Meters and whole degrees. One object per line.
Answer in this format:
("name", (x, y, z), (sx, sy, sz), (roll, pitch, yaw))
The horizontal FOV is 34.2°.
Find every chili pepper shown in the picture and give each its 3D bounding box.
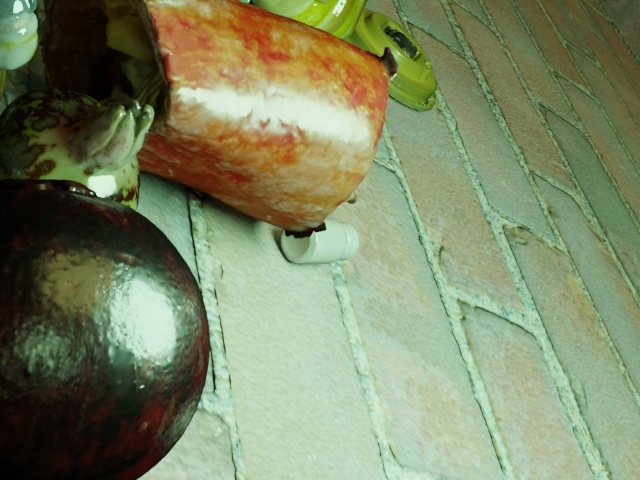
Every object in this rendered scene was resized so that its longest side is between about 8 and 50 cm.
("chili pepper", (-0.107, -0.128, 1.015), (0.305, 0.229, 0.251), (8, 22, -38))

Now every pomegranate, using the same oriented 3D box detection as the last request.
("pomegranate", (-0.208, -0.065, 0.859), (0.126, 0.163, 0.138), (-25, 87, -27))

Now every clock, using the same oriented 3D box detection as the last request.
("clock", (0.120, -0.318, 1.741), (0.237, 0.057, 0.237), (34, 29, -22))

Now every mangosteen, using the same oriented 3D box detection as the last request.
("mangosteen", (-0.183, 0.093, 0.652), (0.228, 0.228, 0.265), (6, 89, -51))

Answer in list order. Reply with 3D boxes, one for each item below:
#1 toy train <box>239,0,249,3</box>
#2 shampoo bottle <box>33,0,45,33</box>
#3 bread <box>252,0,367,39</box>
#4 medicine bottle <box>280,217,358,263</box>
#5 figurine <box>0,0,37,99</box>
("toy train", (-0.205, -0.388, 1.223), (0.330, 0.139, 0.178), (60, 2, -14))
("shampoo bottle", (-0.316, -0.329, 1.117), (0.092, 0.092, 0.303), (15, 42, -45))
("bread", (-0.014, -0.455, 1.530), (0.333, 0.160, 0.332), (35, 49, -53))
("medicine bottle", (0.000, 0.000, 1.161), (0.089, 0.052, 0.052), (2, 51, -53))
("figurine", (-0.304, -0.242, 0.880), (0.261, 0.186, 0.381), (2, 57, -11))
